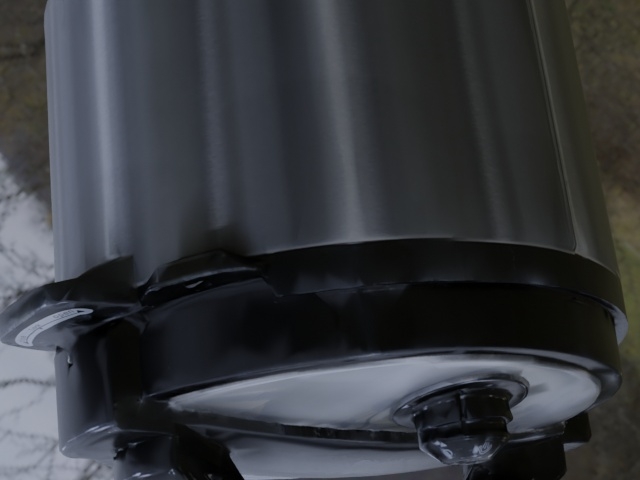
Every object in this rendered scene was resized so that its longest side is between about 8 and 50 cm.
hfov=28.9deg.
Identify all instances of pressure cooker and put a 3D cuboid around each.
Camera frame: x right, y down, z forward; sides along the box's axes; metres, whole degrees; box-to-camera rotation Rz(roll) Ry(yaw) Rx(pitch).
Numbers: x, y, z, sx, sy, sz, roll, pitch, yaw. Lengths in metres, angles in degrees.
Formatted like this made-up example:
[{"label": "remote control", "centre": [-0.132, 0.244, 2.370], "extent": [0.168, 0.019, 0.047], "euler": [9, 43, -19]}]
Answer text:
[{"label": "pressure cooker", "centre": [0.002, -0.002, 0.814], "extent": [0.375, 0.370, 0.420], "euler": [66, -165, -70]}]
